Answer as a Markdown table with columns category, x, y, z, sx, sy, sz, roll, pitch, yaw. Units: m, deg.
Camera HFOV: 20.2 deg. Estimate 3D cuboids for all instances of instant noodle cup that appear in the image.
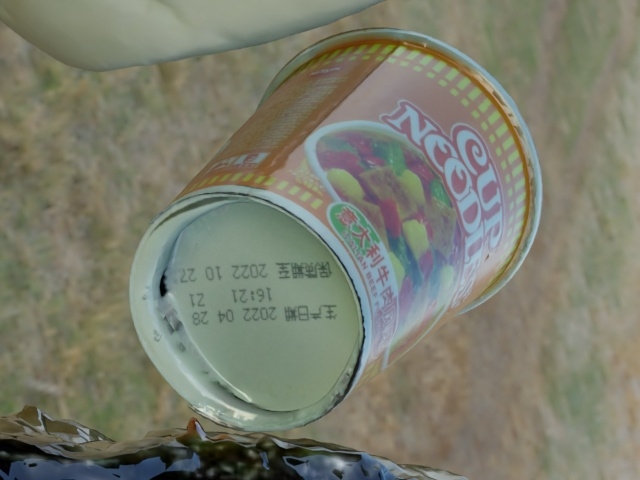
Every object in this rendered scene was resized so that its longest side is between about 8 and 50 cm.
| category | x | y | z | sx | sy | sz | roll | pitch | yaw |
| --- | --- | --- | --- | --- | --- | --- | --- | --- | --- |
| instant noodle cup | 0.000 | 0.000 | 0.849 | 0.185 | 0.168 | 0.168 | -42 | 114 | -59 |

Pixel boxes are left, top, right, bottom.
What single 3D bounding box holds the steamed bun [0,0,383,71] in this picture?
| category | x | y | z | sx | sy | sz | roll | pitch | yaw |
| --- | --- | --- | --- | --- | --- | --- | --- | --- | --- |
| steamed bun | -0.028 | -0.304 | 0.630 | 0.371 | 0.456 | 0.290 | 45 | 35 | -38 |

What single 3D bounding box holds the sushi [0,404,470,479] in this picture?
| category | x | y | z | sx | sy | sz | roll | pitch | yaw |
| --- | --- | --- | --- | --- | --- | --- | --- | --- | --- |
| sushi | -0.078 | 0.141 | 0.545 | 0.211 | 0.350 | 0.170 | 114 | -13 | -51 |
